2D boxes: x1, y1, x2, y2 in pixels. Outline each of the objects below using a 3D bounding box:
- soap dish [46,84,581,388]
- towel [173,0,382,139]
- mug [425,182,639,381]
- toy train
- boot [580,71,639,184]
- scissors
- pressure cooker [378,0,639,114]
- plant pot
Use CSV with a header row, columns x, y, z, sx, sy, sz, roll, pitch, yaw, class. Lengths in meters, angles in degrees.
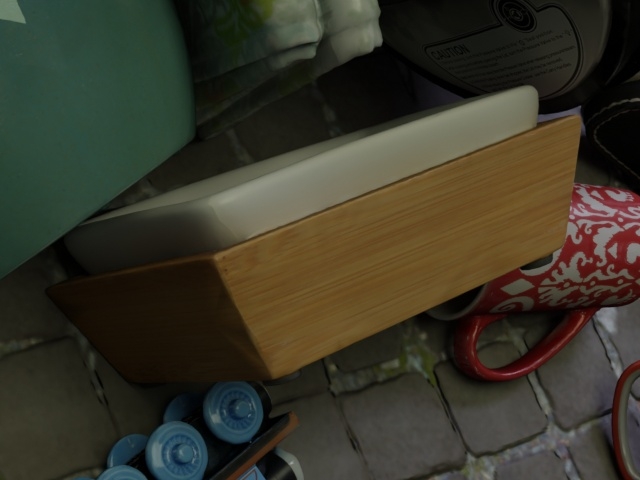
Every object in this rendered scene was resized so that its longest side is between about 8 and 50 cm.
x,y,z,sx,sy,sz,roll,pitch,yaw,class
0.000,0.000,0.983,0.291,0.229,0.118,-22,97,-34,soap dish
-0.090,-0.258,0.944,0.090,0.320,0.374,-20,93,-21,towel
0.154,0.018,1.141,0.169,0.150,0.113,1,32,-33,mug
-0.084,0.163,0.948,0.184,0.080,0.105,-37,98,-37,toy train
0.355,0.042,1.209,0.377,0.138,0.284,28,58,-21,boot
0.272,0.236,1.134,0.021,0.109,0.297,1,89,-68,scissors
0.138,-0.293,1.021,0.375,0.370,0.420,35,65,25,pressure cooker
-0.211,-0.100,0.875,0.293,0.293,0.235,-40,97,-35,plant pot
